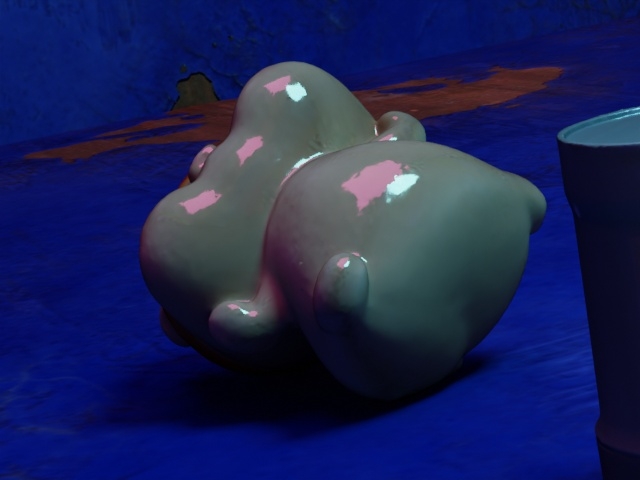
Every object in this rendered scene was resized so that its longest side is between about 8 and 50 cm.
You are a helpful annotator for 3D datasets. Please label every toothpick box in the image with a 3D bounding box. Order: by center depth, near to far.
[{"bbox_3d":[0.149,0.027,0.742,0.101,0.153,0.101,-9,11,2],"label":"toothpick box"}]

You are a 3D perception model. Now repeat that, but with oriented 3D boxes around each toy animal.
[{"bbox_3d":[0.000,0.000,1.019,0.171,0.171,0.197,-19,21,-41],"label":"toy animal"}]
